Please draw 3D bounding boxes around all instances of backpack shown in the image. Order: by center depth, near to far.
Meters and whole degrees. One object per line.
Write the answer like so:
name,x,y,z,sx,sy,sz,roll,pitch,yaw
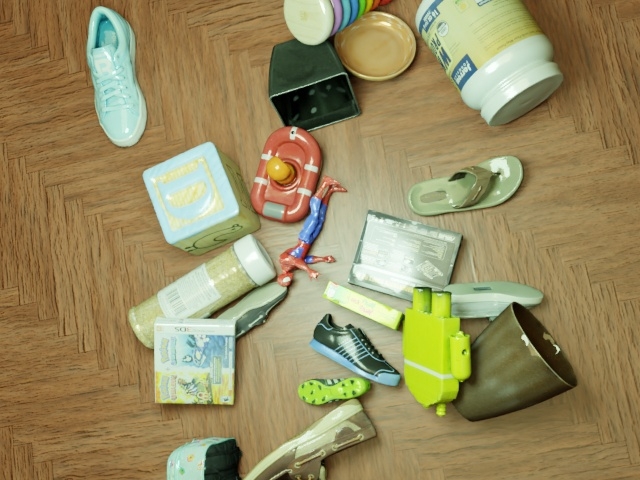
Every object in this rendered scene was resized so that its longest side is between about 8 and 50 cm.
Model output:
backpack,-0.267,0.531,1.699,0.145,0.188,0.165,-3,81,10

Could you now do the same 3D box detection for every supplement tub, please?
supplement tub,0.385,-0.442,1.716,0.228,0.228,0.316,-30,76,5

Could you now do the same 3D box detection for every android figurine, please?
android figurine,0.243,0.240,1.631,0.056,0.248,0.272,-3,92,-22

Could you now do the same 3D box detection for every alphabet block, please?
alphabet block,-0.280,-0.095,1.802,0.193,0.197,0.193,-22,77,7

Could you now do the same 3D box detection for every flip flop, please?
flip flop,0.336,-0.126,1.749,0.277,0.080,0.112,-13,79,9

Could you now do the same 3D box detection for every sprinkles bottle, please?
sprinkles bottle,-0.283,0.124,1.805,0.355,0.121,0.121,-31,77,5

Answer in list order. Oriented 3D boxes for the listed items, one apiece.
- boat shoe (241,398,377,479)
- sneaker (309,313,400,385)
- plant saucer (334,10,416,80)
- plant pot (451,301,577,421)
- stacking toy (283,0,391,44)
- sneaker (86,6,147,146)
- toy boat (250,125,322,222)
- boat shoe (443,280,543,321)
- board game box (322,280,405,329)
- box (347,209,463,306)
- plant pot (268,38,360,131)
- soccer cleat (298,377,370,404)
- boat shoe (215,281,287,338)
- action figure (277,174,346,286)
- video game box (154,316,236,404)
boat shoe,-0.027,0.498,1.698,0.342,0.123,0.123,-34,75,-3
sneaker,0.088,0.251,1.733,0.232,0.081,0.090,25,93,15
plant saucer,0.133,-0.471,1.845,0.200,0.037,0.199,1,67,-1
plant pot,0.390,0.284,1.624,0.230,0.215,0.215,-40,75,21
stacking toy,0.071,-0.573,1.784,0.141,0.141,0.330,46,51,14
sneaker,-0.544,-0.425,1.930,0.135,0.150,0.365,-14,78,9
toy boat,-0.088,-0.164,1.799,0.151,0.151,0.231,14,84,12
boat shoe,0.386,0.143,1.700,0.228,0.079,0.081,0,115,-4
board game box,0.101,0.152,1.741,0.181,0.092,0.043,23,85,14
box,0.198,0.045,1.759,0.231,0.056,0.183,15,85,13
plant pot,-0.027,-0.389,1.820,0.188,0.187,0.166,-17,65,7
soccer cleat,0.032,0.347,1.742,0.179,0.072,0.060,-11,76,30
boat shoe,-0.161,0.174,1.816,0.206,0.075,0.065,-33,119,-1
action figure,0.000,0.000,1.785,0.139,0.091,0.280,30,87,23
video game box,-0.293,0.282,1.760,0.187,0.048,0.205,2,105,-1
